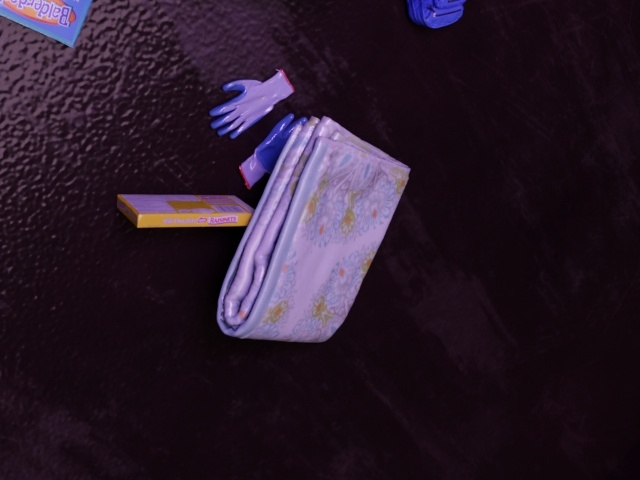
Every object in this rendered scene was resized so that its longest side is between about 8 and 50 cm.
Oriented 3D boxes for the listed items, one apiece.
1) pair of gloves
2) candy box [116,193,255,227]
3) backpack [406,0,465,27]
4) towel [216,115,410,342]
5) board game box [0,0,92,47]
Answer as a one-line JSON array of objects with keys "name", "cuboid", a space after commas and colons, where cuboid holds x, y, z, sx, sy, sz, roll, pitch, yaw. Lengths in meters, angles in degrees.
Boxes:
[{"name": "pair of gloves", "cuboid": [-0.093, -0.189, 1.447, 0.159, 0.023, 0.198, -36, 124, -15]}, {"name": "candy box", "cuboid": [-0.208, -0.047, 1.379, 0.206, 0.105, 0.027, -1, 108, -31]}, {"name": "backpack", "cuboid": [0.197, -0.425, 1.489, 0.098, 0.101, 0.120, -16, 119, -19]}, {"name": "towel", "cuboid": [0.000, 0.000, 1.469, 0.320, 0.090, 0.374, 17, 99, -58]}, {"name": "board game box", "cuboid": [-0.374, -0.392, 1.181, 0.160, 0.047, 0.210, 21, 96, -37]}]
